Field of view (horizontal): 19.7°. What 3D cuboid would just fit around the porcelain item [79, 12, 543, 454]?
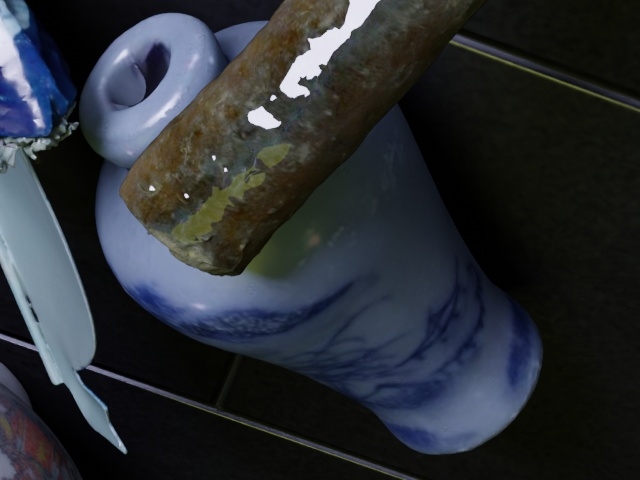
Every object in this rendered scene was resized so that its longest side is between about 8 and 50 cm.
[{"bbox_3d":[0.000,0.000,0.811,0.141,0.141,0.259,-16,140,33],"label":"porcelain item"}]

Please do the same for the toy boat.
[{"bbox_3d":[-0.148,-0.018,0.800,0.220,0.067,0.291,28,141,47],"label":"toy boat"}]

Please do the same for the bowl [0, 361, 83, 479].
[{"bbox_3d":[-0.254,0.144,1.042,0.346,0.157,0.345,10,139,8],"label":"bowl"}]

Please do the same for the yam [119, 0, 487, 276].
[{"bbox_3d":[0.032,-0.096,0.653,0.061,0.061,0.274,36,106,-22],"label":"yam"}]
